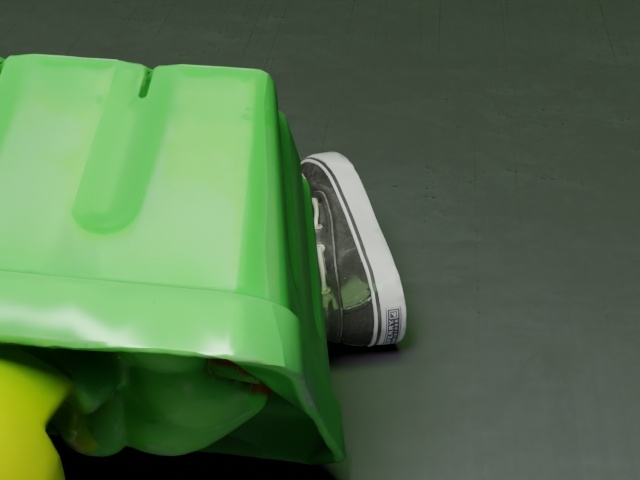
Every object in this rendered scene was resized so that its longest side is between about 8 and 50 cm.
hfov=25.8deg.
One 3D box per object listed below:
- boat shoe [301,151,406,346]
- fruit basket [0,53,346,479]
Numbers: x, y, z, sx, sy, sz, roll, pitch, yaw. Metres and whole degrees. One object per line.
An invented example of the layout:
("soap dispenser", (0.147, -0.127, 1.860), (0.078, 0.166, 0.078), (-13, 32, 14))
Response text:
("boat shoe", (0.000, 0.000, 1.002), (0.070, 0.077, 0.219), (-5, 29, -12))
("fruit basket", (-0.180, 0.090, 0.715), (0.392, 0.283, 0.392), (-2, 70, 6))
